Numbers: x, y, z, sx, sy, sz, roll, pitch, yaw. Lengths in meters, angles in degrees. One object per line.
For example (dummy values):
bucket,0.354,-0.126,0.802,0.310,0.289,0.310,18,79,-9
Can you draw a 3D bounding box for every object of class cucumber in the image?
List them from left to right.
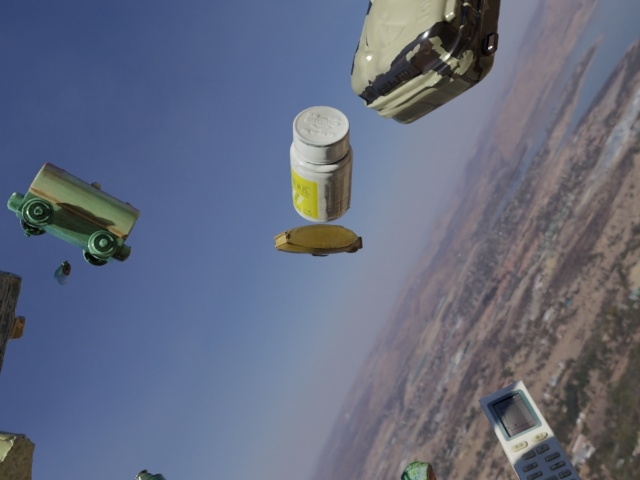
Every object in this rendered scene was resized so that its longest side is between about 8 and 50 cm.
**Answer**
cucumber,-0.578,0.076,1.456,0.184,0.036,0.033,-28,75,64

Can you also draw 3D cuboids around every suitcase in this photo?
suitcase,0.180,-0.410,1.275,0.339,0.194,0.351,-24,45,52

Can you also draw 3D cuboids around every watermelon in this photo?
watermelon,0.267,0.645,1.748,0.084,0.072,0.092,-31,28,54

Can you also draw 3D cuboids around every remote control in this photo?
remote control,0.418,0.412,1.275,0.103,0.277,0.055,-27,-44,5

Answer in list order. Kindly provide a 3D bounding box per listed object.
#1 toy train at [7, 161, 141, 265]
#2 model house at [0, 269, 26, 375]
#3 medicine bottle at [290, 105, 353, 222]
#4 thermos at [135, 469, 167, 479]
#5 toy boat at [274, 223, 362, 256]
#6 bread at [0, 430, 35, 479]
toy train,-0.554,-0.061,1.494,0.116,0.285,0.177,-32,32,61
model house,-0.637,0.179,0.925,0.382,0.342,0.334,-1,77,53
medicine bottle,0.003,-0.168,1.473,0.258,0.143,0.143,91,-156,-52
thermos,-0.338,0.571,1.407,0.073,0.187,0.083,-56,-30,-2
toy boat,0.000,0.000,1.021,0.049,0.149,0.047,140,126,-63
bread,-0.428,0.296,0.692,0.260,0.156,0.158,-25,-24,-23
